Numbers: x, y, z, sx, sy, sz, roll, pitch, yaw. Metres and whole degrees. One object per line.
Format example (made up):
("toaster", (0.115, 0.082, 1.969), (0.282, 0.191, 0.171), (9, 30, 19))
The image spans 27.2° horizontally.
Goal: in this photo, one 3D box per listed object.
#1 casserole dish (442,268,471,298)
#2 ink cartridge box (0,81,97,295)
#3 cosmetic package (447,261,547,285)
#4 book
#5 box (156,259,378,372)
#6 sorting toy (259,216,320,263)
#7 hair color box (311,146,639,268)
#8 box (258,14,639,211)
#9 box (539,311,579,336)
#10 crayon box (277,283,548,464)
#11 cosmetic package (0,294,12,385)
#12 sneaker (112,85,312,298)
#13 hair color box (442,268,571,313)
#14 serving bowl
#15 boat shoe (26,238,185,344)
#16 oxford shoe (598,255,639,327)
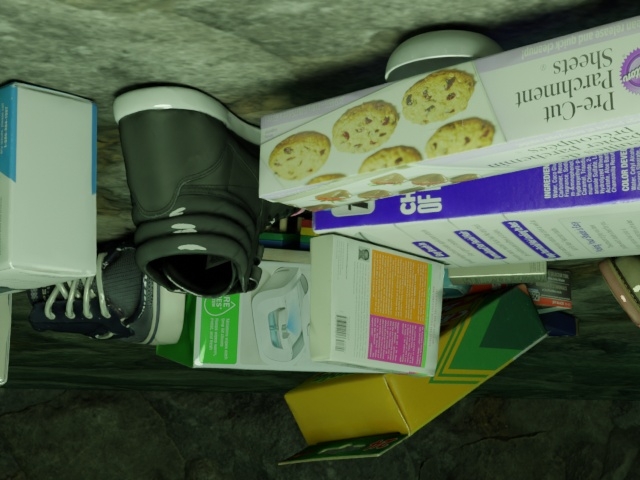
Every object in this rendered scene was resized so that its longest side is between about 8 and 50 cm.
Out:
("casserole dish", (0.112, 0.053, 1.692), (0.189, 0.037, 0.114), (-5, 168, 15))
("ink cartridge box", (-0.261, -0.031, 1.033), (0.082, 0.139, 0.191), (9, 166, -43))
("cosmetic package", (0.209, 0.027, 1.556), (0.115, 0.041, 0.060), (-2, 168, 9))
("book", (0.045, 0.055, 1.048), (0.035, 0.096, 0.144), (-8, 165, 37))
("box", (-0.055, 0.080, 1.528), (0.231, 0.126, 0.262), (4, 177, -17))
("sorting toy", (0.000, 0.000, 1.370), (0.132, 0.046, 0.275), (3, 180, -43))
("hair color box", (0.181, -0.050, 1.035), (0.339, 0.110, 0.185), (-6, 167, 21))
("box", (0.097, -0.077, 0.865), (0.324, 0.067, 0.063), (-9, 165, 39))
("box", (0.297, 0.125, 2.044), (0.136, 0.036, 0.225), (-7, 165, 29))
("crayon box", (0.101, 0.162, 1.610), (0.319, 0.081, 0.202), (-30, -173, -39))
("cosmetic package", (-0.474, 0.122, 1.713), (0.113, 0.160, 0.309), (4, 166, -18))
("sneaker", (-0.070, -0.018, 1.084), (0.105, 0.146, 0.296), (-8, 167, 25))
("hair color box", (0.239, 0.072, 1.746), (0.093, 0.053, 0.167), (9, 164, -34))
("serving bowl", (0.085, -0.121, 0.881), (0.083, 0.027, 0.083), (0, 169, 0))
("boat shoe", (-0.250, 0.061, 1.499), (0.158, 0.127, 0.340), (2, 167, -16))
("oxford shoe", (0.493, 0.069, 1.652), (0.397, 0.140, 0.146), (18, 128, -44))
